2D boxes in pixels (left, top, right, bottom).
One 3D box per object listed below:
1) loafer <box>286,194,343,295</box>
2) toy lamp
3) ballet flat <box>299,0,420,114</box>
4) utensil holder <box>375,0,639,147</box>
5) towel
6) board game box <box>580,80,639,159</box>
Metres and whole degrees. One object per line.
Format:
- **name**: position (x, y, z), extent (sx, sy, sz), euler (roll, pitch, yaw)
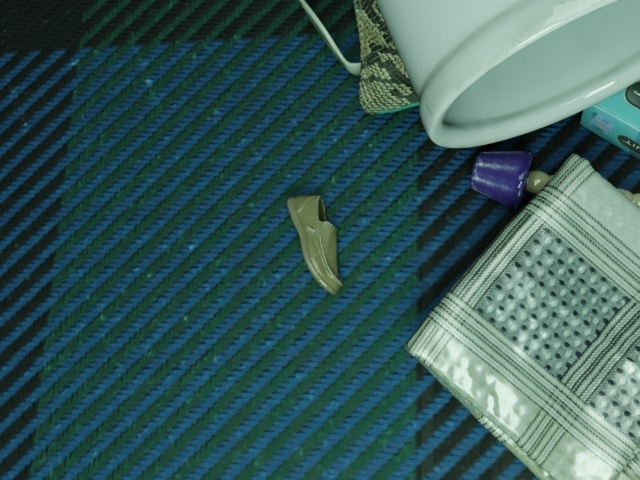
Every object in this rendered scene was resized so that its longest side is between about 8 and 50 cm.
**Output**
- **loafer**: position (0.000, 0.000, 1.050), extent (0.050, 0.056, 0.148), euler (-26, 73, 10)
- **toy lamp**: position (0.324, -0.057, 0.993), extent (0.275, 0.080, 0.080), euler (15, 80, 14)
- **ballet flat**: position (0.041, -0.393, 1.100), extent (0.182, 0.164, 0.482), euler (-20, 75, 20)
- **utensil holder**: position (0.196, -0.344, 0.861), extent (0.328, 0.327, 0.385), euler (-22, 78, 5)
- **towel**: position (0.310, 0.118, 0.919), extent (0.324, 0.056, 0.312), euler (43, 87, -1)
- **board game box**: position (0.529, -0.221, 0.992), extent (0.254, 0.079, 0.336), euler (37, 85, 18)
